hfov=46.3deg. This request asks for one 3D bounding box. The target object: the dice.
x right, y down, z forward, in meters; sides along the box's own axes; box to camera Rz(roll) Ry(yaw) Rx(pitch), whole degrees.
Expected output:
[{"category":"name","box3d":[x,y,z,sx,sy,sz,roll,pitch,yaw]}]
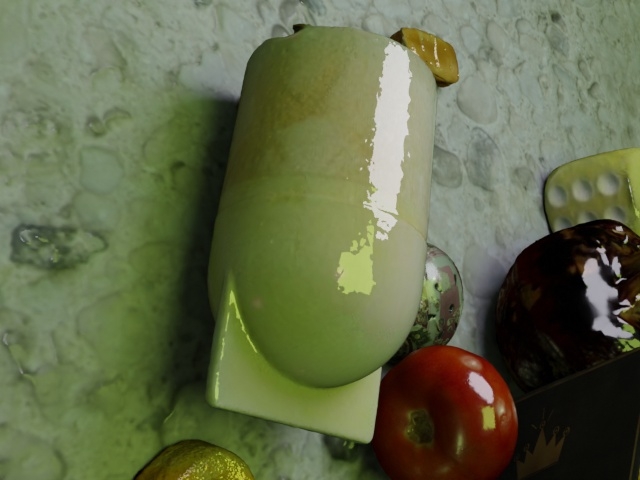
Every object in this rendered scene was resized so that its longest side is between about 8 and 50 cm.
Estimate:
[{"category":"dice","box3d":[0.519,-0.068,1.340,0.169,0.169,0.166,-6,82,-42]}]

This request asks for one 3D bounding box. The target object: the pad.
[{"category":"pad","box3d":[0.229,0.288,0.892,0.063,0.375,0.315,28,58,-6]}]

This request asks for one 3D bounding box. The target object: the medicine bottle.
[{"category":"medicine bottle","box3d":[0.000,0.000,0.821,0.235,0.235,0.407,24,64,-35]}]

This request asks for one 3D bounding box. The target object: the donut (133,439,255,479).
[{"category":"donut","box3d":[-0.127,0.280,0.764,0.151,0.058,0.152,14,69,-40]}]

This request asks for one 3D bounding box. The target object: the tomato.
[{"category":"tomato","box3d":[0.154,0.225,0.931,0.136,0.195,0.195,6,75,-49]}]

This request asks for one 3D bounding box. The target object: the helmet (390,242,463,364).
[{"category":"helmet","box3d":[0.137,0.077,1.012,0.153,0.107,0.177,-22,94,-45]}]

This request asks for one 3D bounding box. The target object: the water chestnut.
[{"category":"water chestnut","box3d":[0.443,0.097,1.115,0.334,0.347,0.335,8,42,-8]}]

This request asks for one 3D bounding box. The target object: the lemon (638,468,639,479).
[{"category":"lemon","box3d":[0.511,0.381,1.184,0.235,0.236,0.263,25,86,-35]}]

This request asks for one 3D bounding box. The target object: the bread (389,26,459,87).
[{"category":"bread","box3d":[0.162,-0.282,1.158,0.132,0.053,0.074,8,74,-42]}]
